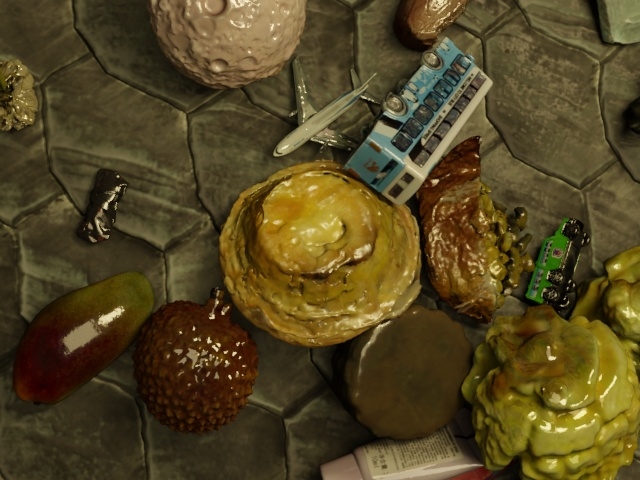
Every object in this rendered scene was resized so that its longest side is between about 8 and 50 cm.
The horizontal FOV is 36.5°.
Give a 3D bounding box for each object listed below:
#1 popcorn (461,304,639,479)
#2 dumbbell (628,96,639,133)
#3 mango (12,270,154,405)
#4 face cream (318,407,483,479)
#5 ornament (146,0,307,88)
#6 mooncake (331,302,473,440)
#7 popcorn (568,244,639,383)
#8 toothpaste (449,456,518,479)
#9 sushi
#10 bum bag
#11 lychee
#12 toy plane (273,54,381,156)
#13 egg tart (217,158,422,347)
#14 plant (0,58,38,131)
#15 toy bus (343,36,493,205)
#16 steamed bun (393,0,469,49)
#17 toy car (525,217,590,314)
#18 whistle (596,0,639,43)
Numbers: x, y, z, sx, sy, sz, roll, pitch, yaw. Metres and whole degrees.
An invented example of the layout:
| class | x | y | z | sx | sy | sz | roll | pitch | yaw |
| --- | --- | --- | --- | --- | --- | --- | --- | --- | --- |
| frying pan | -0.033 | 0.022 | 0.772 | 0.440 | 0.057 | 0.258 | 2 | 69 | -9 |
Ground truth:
| class | x | y | z | sx | sy | sz | roll | pitch | yaw |
| --- | --- | --- | --- | --- | --- | --- | --- | --- | --- |
| popcorn | 0.346 | 0.244 | 1.478 | 0.293 | 0.293 | 0.237 | -42 | 132 | -9 |
| dumbbell | 0.652 | -0.182 | 1.658 | 0.192 | 0.192 | 0.290 | -34 | 92 | -10 |
| mango | -0.372 | 0.144 | 1.511 | 0.267 | 0.111 | 0.133 | -42 | 82 | -14 |
| face cream | 0.138 | 0.359 | 1.578 | 0.274 | 0.154 | 0.096 | -20 | 113 | -3 |
| ornament | -0.138 | -0.364 | 1.503 | 0.225 | 0.259 | 0.259 | -17 | 90 | 12 |
| mooncake | 0.129 | 0.206 | 1.571 | 0.228 | 0.124 | 0.228 | -2 | 97 | -21 |
| popcorn | 0.547 | 0.127 | 1.591 | 0.225 | 0.276 | 0.276 | 25 | 83 | -2 |
| toothpaste | 0.202 | 0.405 | 1.606 | 0.320 | 0.076 | 0.066 | -33 | 92 | -10 |
| sushi | 0.255 | -0.009 | 1.605 | 0.179 | 0.167 | 0.296 | -11 | 82 | 13 |
| bum bag | -0.350 | -0.054 | 1.562 | 0.058 | 0.034 | 0.124 | 15 | 84 | 6 |
| lychee | -0.191 | 0.185 | 1.497 | 0.200 | 0.200 | 0.238 | 18 | 104 | -8 |
| toy plane | 0.006 | -0.203 | 1.615 | 0.226 | 0.058 | 0.226 | -40 | 87 | -14 |
| egg tart | -0.002 | -0.003 | 1.508 | 0.341 | 0.129 | 0.341 | 0 | 56 | 0 |
| plant | -0.489 | -0.236 | 1.511 | 0.104 | 0.122 | 0.116 | -31 | 85 | -21 |
| toy bus | 0.159 | -0.196 | 1.557 | 0.131 | 0.106 | 0.297 | 40 | 53 | -1 |
| steamed bun | 0.196 | -0.403 | 1.618 | 0.106 | 0.145 | 0.175 | 28 | 87 | -8 |
| toy car | 0.406 | 0.041 | 1.660 | 0.071 | 0.062 | 0.165 | 27 | 80 | -52 |
| whistle | 0.507 | -0.545 | 1.654 | 0.168 | 0.188 | 0.404 | -24 | 91 | -10 |
